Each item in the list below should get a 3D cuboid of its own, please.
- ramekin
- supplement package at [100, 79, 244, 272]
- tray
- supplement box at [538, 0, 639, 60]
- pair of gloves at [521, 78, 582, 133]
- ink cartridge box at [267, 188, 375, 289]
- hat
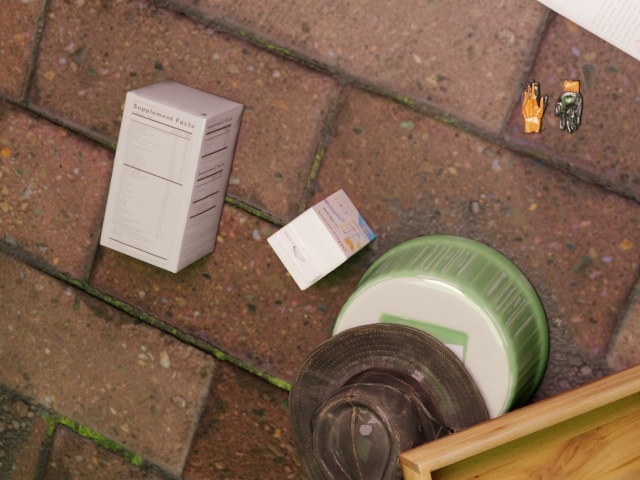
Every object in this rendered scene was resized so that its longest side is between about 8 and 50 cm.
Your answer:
[{"bbox_3d":[0.161,0.155,1.775,0.303,0.148,0.303,6,107,20],"label":"ramekin"},{"bbox_3d":[-0.221,-0.099,1.866,0.139,0.134,0.244,21,111,16],"label":"supplement package"},{"bbox_3d":[0.318,0.316,1.660,0.410,0.076,0.203,-17,100,-19],"label":"tray"},{"bbox_3d":[0.375,-0.318,1.579,0.220,0.114,0.111,34,113,11],"label":"supplement box"},{"bbox_3d":[0.314,-0.183,1.697,0.083,0.010,0.074,2,104,19],"label":"pair of gloves"},{"bbox_3d":[0.000,0.000,1.800,0.090,0.143,0.092,-36,90,26],"label":"ink cartridge box"},{"bbox_3d":[0.079,0.286,1.689,0.331,0.134,0.331,6,106,20],"label":"hat"}]
